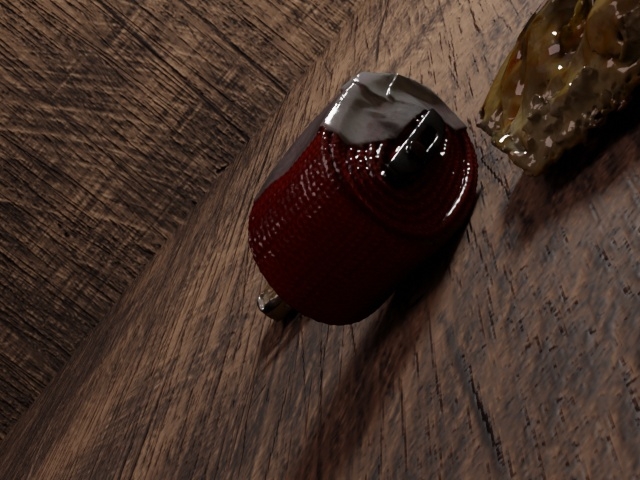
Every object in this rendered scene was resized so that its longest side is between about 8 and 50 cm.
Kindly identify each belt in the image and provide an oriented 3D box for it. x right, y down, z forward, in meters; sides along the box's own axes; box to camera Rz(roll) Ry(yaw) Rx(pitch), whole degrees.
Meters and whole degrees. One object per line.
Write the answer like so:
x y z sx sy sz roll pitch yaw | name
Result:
0.039 -0.038 1.331 0.124 0.128 0.201 -46 8 34 | belt

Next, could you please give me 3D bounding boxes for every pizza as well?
0.174 -0.125 1.162 0.189 0.071 0.297 -50 8 1 | pizza

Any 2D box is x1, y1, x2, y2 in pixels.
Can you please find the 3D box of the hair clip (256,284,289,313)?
0.020 -0.008 1.620 0.214 0.056 0.062 -53 31 31 | hair clip

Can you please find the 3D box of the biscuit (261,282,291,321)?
0.000 0.000 1.761 0.142 0.029 0.221 -48 8 36 | biscuit
